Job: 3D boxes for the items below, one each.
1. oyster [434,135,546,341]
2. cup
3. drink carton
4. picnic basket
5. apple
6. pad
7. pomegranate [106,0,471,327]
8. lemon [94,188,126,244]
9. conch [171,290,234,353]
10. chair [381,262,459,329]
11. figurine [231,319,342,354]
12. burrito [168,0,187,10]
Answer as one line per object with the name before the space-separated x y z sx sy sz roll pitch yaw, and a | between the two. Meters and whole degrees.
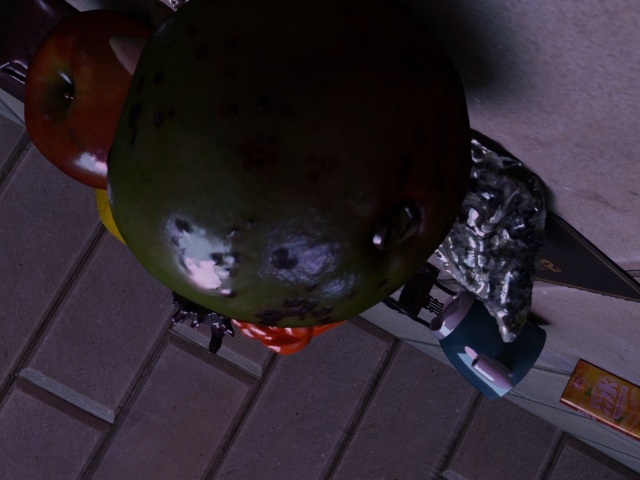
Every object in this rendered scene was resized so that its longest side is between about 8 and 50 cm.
oyster | 0.160 -0.014 0.810 0.199 0.087 0.252 19 140 7
cup | 0.301 0.182 1.406 0.173 0.167 0.300 37 -163 -1
drink carton | 0.609 0.335 1.516 0.223 0.096 0.071 25 171 20
picnic basket | -0.428 -0.275 1.158 0.222 0.129 0.297 33 172 -36
apple | -0.245 -0.170 0.937 0.230 0.230 0.230 28 172 4
pad | 0.253 0.040 1.033 0.315 0.063 0.375 33 171 -27
pomegranate | -0.053 -0.070 0.601 0.323 0.291 0.291 12 165 28
lemon | -0.331 -0.094 1.536 0.245 0.245 0.320 33 165 -27
conch | -0.174 0.074 1.488 0.240 0.313 0.186 -8 123 41
chair | 0.206 0.110 1.474 0.229 0.106 0.113 29 174 -13
figurine | -0.113 -0.027 1.149 0.412 0.241 0.306 45 159 32
burrito | -0.134 -0.250 0.639 0.055 0.041 0.149 12 163 19
